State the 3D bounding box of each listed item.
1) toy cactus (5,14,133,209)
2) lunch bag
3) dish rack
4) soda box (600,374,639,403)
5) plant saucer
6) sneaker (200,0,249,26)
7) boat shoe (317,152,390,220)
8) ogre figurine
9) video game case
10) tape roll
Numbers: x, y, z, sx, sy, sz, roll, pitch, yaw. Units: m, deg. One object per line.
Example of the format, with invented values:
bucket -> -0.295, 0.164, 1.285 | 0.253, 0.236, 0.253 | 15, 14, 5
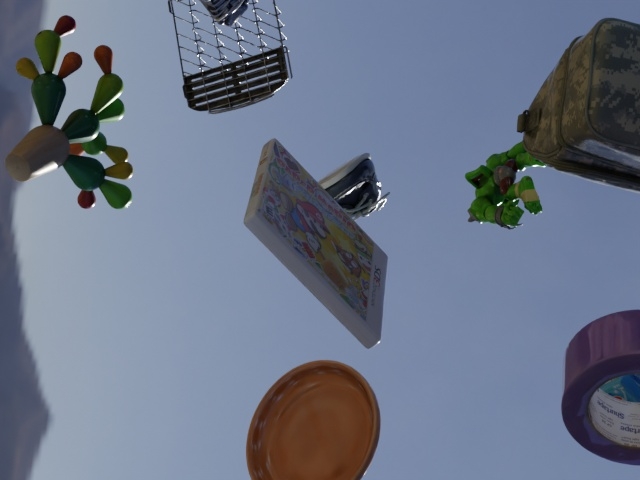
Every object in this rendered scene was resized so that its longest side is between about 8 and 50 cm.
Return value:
toy cactus -> -0.283, -0.120, 1.632 | 0.180, 0.112, 0.219 | -44, 129, -49
lunch bag -> 0.484, -0.178, 2.284 | 0.256, 0.305, 0.212 | 144, -43, -69
dish rack -> -0.144, -0.344, 2.456 | 0.074, 0.208, 0.271 | 18, 59, -66
soda box -> 0.550, 0.211, 2.574 | 0.071, 0.067, 0.210 | -39, -172, 47
plant saucer -> -0.005, 0.250, 1.900 | 0.200, 0.037, 0.200 | -18, -124, 29
sneaker -> -0.089, -0.227, 1.361 | 0.058, 0.052, 0.135 | 55, 6, -2
boat shoe -> 0.044, -0.066, 2.094 | 0.079, 0.095, 0.254 | 63, 1, 1
ogre figurine -> 0.304, -0.096, 2.428 | 0.118, 0.097, 0.197 | -14, -119, 45
video game case -> 0.000, 0.000, 1.843 | 0.026, 0.227, 0.206 | -37, -160, 22
tape roll -> 0.384, 0.178, 1.792 | 0.080, 0.189, 0.189 | -76, -176, -50
